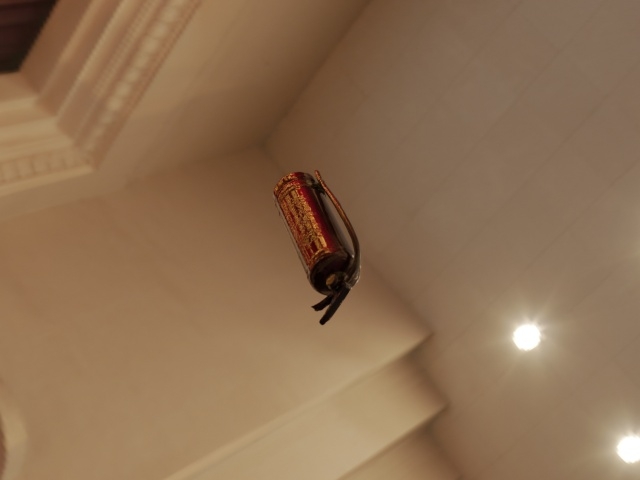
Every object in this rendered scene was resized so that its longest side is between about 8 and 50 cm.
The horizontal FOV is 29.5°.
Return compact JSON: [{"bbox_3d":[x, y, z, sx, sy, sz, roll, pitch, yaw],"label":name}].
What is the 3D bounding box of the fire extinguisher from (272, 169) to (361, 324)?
[{"bbox_3d":[0.000,0.000,0.977,0.064,0.043,0.158,-48,-146,15],"label":"fire extinguisher"}]
